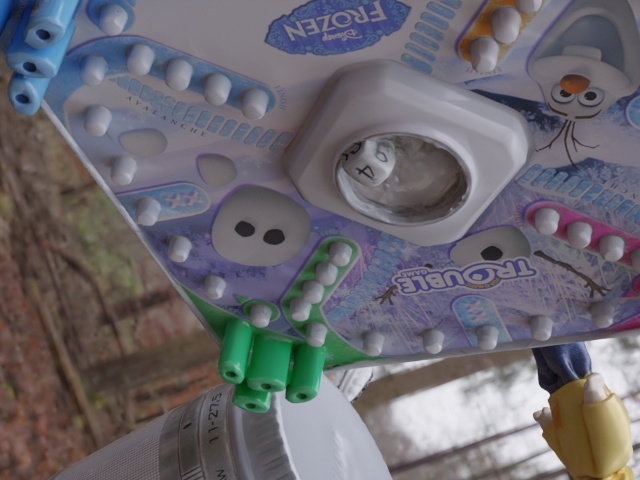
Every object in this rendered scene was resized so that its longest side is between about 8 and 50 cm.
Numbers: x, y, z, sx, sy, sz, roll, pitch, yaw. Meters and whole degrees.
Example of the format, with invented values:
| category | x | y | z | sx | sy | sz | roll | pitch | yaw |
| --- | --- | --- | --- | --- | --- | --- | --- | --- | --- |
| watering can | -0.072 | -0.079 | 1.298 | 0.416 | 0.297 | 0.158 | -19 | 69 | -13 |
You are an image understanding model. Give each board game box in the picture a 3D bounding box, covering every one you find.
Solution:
| category | x | y | z | sx | sy | sz | roll | pitch | yaw |
| --- | --- | --- | --- | --- | --- | --- | --- | --- | --- |
| board game box | 0.048 | -0.035 | 0.703 | 0.390 | 0.389 | 0.050 | 60 | 29 | -43 |

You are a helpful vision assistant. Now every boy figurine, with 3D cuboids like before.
| category | x | y | z | sx | sy | sz | roll | pitch | yaw |
| --- | --- | --- | --- | --- | --- | --- | --- | --- | --- |
| boy figurine | 0.273 | 0.198 | 1.309 | 0.177 | 0.092 | 0.285 | 129 | -54 | -72 |

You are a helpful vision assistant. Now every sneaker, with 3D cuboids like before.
| category | x | y | z | sx | sy | sz | roll | pitch | yaw |
| --- | --- | --- | --- | --- | --- | --- | --- | --- | --- |
| sneaker | 0.047 | 0.158 | 1.887 | 0.108 | 0.271 | 0.100 | 39 | -47 | -1 |

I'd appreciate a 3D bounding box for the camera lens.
| category | x | y | z | sx | sy | sz | roll | pitch | yaw |
| --- | --- | --- | --- | --- | --- | --- | --- | --- | --- |
| camera lens | -0.093 | 0.249 | 1.017 | 0.219 | 0.274 | 0.219 | 52 | 19 | -26 |
